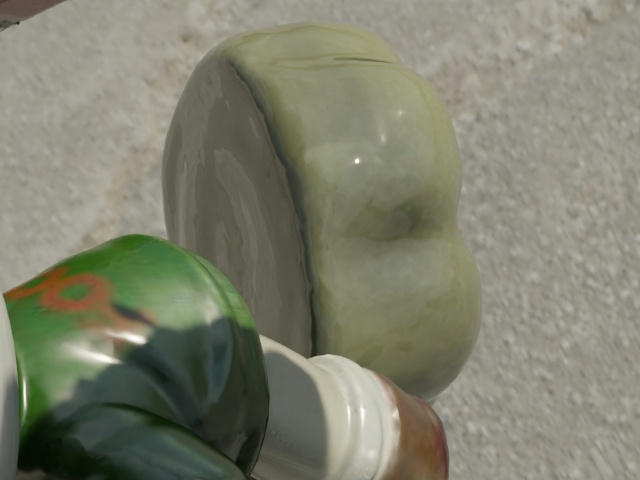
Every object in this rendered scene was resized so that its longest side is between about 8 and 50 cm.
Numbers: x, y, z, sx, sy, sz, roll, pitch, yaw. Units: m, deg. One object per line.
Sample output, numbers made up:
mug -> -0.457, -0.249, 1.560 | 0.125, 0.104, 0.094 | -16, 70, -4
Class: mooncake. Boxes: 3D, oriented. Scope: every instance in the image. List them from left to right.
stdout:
mooncake -> 0.000, 0.000, 0.970 | 0.135, 0.275, 0.275 | -8, 43, -20

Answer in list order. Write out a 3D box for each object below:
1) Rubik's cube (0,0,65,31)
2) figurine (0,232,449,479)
Rubik's cube -> -0.193, -0.195, 0.788 | 0.163, 0.162, 0.161 | -20, 84, 22
figurine -> -0.118, 0.049, 0.467 | 0.281, 0.370, 0.167 | 11, 87, 47
